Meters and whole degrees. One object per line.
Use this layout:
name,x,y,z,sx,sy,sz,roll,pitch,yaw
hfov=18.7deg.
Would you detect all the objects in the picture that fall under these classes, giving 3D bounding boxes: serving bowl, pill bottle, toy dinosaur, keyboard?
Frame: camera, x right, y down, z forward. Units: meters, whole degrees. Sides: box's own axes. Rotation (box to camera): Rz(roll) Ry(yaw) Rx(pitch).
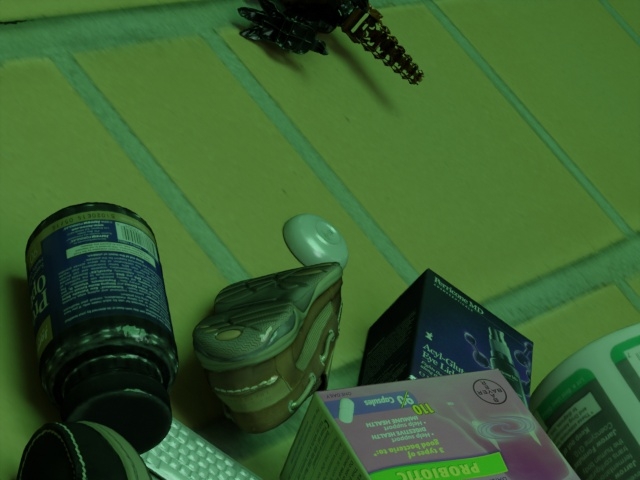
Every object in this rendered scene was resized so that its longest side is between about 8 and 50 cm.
serving bowl,0.000,0.000,2.145,0.083,0.027,0.083,31,31,-21
pill bottle,-0.191,0.080,1.713,0.123,0.123,0.219,22,35,-32
toy dinosaur,0.003,-0.323,2.461,0.322,0.164,0.218,21,13,3
pill bottle,0.387,0.282,2.069,0.204,0.204,0.361,4,47,-48
keyboard,-0.080,0.229,1.765,0.256,0.014,0.072,36,30,-12

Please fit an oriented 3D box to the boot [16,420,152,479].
boot,-0.267,0.231,1.411,0.284,0.138,0.377,21,28,-23

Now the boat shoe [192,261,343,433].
boat shoe,-0.043,0.102,1.897,0.324,0.123,0.116,-41,119,-69

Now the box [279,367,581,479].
box,0.118,0.247,1.766,0.213,0.117,0.243,-4,43,-32

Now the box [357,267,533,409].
box,0.128,0.153,2.020,0.153,0.108,0.207,34,31,-14
